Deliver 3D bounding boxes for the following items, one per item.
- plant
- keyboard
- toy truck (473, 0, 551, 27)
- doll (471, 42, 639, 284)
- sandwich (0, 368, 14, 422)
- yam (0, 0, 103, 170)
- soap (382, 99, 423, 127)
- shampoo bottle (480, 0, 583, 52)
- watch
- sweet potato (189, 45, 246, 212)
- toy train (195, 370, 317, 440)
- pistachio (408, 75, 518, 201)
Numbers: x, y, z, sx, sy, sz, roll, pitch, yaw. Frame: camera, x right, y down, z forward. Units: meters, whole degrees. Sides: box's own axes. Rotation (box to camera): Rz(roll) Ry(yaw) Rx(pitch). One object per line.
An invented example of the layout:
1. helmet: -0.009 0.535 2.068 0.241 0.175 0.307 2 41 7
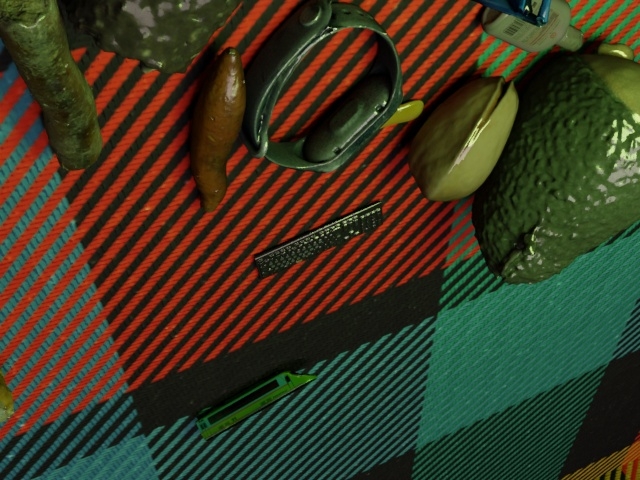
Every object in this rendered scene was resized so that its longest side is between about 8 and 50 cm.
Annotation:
1. plant: -0.104 -0.277 0.803 0.274 0.149 0.146 -48 143 19
2. keyboard: 0.000 0.000 1.349 0.198 0.010 0.064 -24 147 -9
3. toy truck: 0.252 -0.315 1.030 0.208 0.126 0.113 -22 144 -20
4. doll: 0.345 -0.095 1.307 0.247 0.247 0.350 6 128 -41
5. sandwich: -0.523 0.202 1.145 0.251 0.087 0.226 -28 146 -4
6. yam: -0.248 -0.147 0.895 0.061 0.061 0.253 -23 157 -12
7. soap: 0.093 -0.159 1.215 0.089 0.012 0.034 -18 143 -18
8. shampoo bottle: 0.272 -0.272 1.184 0.165 0.040 0.080 9 128 -44
9. watch: -0.003 -0.169 1.089 0.206 0.068 0.193 -42 141 9
10. sweet potato: -0.120 -0.118 1.075 0.057 0.057 0.265 -12 148 -25
11. toy train: -0.105 0.260 1.569 0.209 0.042 0.044 -29 169 -4
12. pistachio: 0.186 -0.133 1.230 0.185 0.108 0.126 -57 178 13
